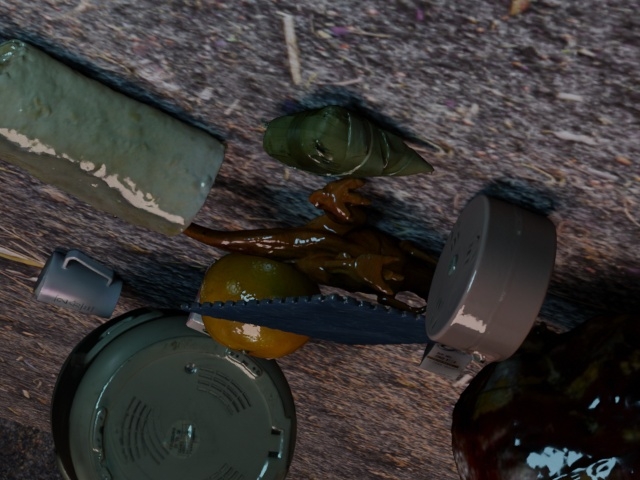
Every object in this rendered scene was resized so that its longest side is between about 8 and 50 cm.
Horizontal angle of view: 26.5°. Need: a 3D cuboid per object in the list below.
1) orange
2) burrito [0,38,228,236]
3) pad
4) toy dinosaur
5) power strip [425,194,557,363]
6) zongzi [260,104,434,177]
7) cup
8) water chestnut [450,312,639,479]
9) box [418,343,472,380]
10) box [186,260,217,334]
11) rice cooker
[{"bbox_3d":[-0.075,0.083,1.676,0.156,0.124,0.156,19,157,8],"label":"orange"},{"bbox_3d":[-0.254,-0.103,1.361,0.299,0.105,0.143,24,146,-18],"label":"burrito"},{"bbox_3d":[0.024,0.090,1.494,0.269,0.012,0.269,14,167,-38],"label":"pad"},{"bbox_3d":[0.000,0.000,1.441,0.432,0.097,0.208,21,166,-6],"label":"toy dinosaur"},{"bbox_3d":[0.160,0.038,1.300,0.078,0.154,0.154,21,160,-9],"label":"power strip"},{"bbox_3d":[0.014,-0.081,1.279,0.130,0.062,0.154,17,170,-31],"label":"zongzi"},{"bbox_3d":[-0.345,0.058,1.956,0.116,0.074,0.104,20,132,-14],"label":"cup"},{"bbox_3d":[0.315,0.247,1.432,0.335,0.347,0.335,-12,171,-2],"label":"water chestnut"},{"bbox_3d":[0.170,0.124,1.686,0.055,0.039,0.218,20,160,2],"label":"box"},{"bbox_3d":[-0.102,0.091,1.776,0.125,0.089,0.043,24,160,-10],"label":"box"},{"bbox_3d":[-0.213,0.248,1.918,0.335,0.335,0.325,25,173,-15],"label":"rice cooker"}]
